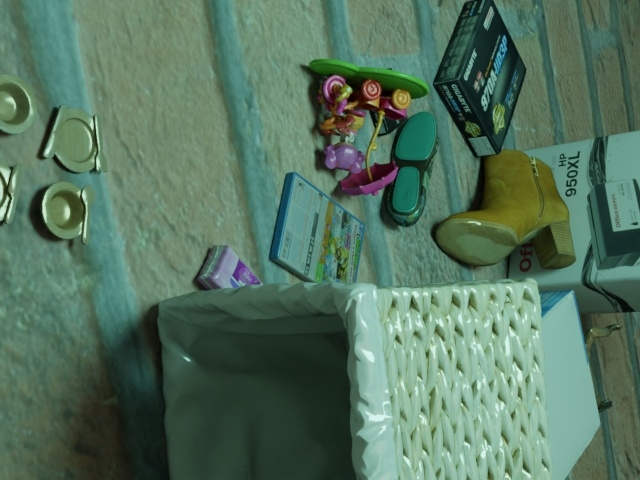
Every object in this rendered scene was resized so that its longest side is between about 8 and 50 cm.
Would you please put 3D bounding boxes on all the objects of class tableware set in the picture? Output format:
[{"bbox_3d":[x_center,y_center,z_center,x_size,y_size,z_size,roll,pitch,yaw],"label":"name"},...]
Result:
[{"bbox_3d":[-0.262,-0.073,0.865,0.168,0.020,0.141,21,68,-50],"label":"tableware set"}]

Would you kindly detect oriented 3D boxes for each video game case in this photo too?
[{"bbox_3d":[0.000,0.000,1.216,0.166,0.015,0.119,34,58,-46],"label":"video game case"}]

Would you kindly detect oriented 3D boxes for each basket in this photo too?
[{"bbox_3d":[0.034,0.205,0.925,0.266,0.328,0.331,-1,85,-38],"label":"basket"}]

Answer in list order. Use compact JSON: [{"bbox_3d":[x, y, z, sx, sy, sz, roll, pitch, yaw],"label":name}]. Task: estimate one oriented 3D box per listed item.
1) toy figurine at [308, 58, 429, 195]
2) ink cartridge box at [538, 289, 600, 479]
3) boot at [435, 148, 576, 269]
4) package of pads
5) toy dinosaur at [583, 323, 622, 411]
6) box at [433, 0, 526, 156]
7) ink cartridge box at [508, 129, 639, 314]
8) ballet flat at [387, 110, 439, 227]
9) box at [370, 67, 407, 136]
[{"bbox_3d":[0.051,-0.141,1.243,0.173,0.130,0.159,13,84,-30],"label":"toy figurine"},{"bbox_3d":[0.193,0.194,1.235,0.197,0.270,0.198,-27,107,-53],"label":"ink cartridge box"},{"bbox_3d":[0.294,-0.066,1.568,0.295,0.104,0.211,10,53,-30],"label":"boot"},{"bbox_3d":[-0.100,0.048,1.058,0.083,0.032,0.050,51,50,-36],"label":"package of pads"},{"bbox_3d":[0.429,0.220,1.662,0.295,0.127,0.200,31,61,-37],"label":"toy dinosaur"},{"bbox_3d":[0.278,-0.280,1.603,0.175,0.051,0.220,53,47,-35],"label":"box"},{"bbox_3d":[0.546,-0.032,1.645,0.166,0.394,0.286,32,60,-44],"label":"ink cartridge box"},{"bbox_3d":[0.136,-0.102,1.388,0.070,0.070,0.188,44,54,-41],"label":"ballet flat"},{"bbox_3d":[0.094,-0.202,1.369,0.067,0.018,0.083,-39,116,-48],"label":"box"}]
